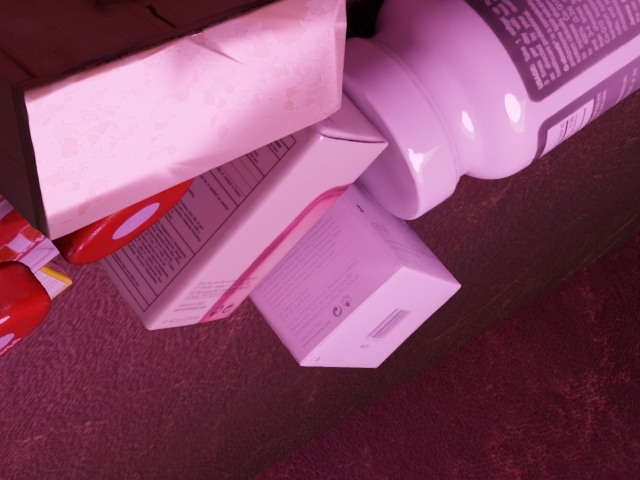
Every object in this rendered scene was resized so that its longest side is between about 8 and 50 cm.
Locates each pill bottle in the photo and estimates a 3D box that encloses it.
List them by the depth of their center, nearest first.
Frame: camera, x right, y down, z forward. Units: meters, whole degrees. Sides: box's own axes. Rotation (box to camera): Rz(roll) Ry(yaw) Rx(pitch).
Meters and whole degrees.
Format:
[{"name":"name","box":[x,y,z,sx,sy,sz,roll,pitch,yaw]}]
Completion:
[{"name":"pill bottle","box":[0.183,-0.188,1.006,0.363,0.210,0.210,-34,161,-13]}]

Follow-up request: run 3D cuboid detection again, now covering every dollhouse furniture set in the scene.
[{"name":"dollhouse furniture set","box":[-0.123,-0.244,0.405,0.362,0.256,0.394,-28,138,-31]}]

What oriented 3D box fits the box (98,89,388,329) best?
[{"name":"box","box":[-0.084,-0.056,0.909,0.232,0.149,0.127,-46,161,21]}]

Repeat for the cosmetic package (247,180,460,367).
[{"name":"cosmetic package","box":[0.000,0.000,1.076,0.138,0.225,0.224,-45,161,10]}]

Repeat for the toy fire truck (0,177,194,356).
[{"name":"toy fire truck","box":[-0.199,-0.039,0.739,0.302,0.169,0.254,-40,176,4]}]

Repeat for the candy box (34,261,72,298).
[{"name":"candy box","box":[-0.330,0.082,0.959,0.206,0.027,0.105,-38,164,-1]}]
